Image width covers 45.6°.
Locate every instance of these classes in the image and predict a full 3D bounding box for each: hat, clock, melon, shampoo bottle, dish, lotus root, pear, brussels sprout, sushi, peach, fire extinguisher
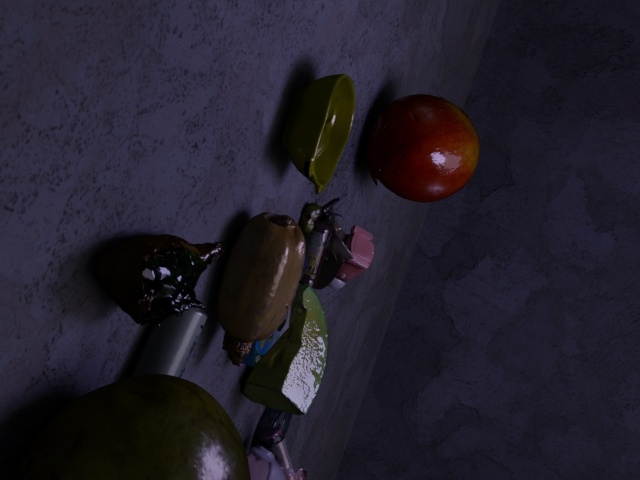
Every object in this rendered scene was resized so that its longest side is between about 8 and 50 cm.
[{"bbox_3d":[0.005,0.038,2.185,0.173,0.144,0.166,-36,-159,8],"label":"hat"},{"bbox_3d":[0.083,0.058,2.273,0.162,0.093,0.165,-41,-152,43],"label":"clock"},{"bbox_3d":[-0.072,0.278,1.984,0.323,0.196,0.124,-68,153,-23],"label":"melon"},{"bbox_3d":[-0.297,0.239,1.384,0.085,0.085,0.262,60,51,-68],"label":"shampoo bottle"},{"bbox_3d":[-0.015,-0.252,1.719,0.221,0.108,0.262,49,60,-71],"label":"dish"},{"bbox_3d":[-0.139,0.103,1.639,0.169,0.152,0.342,5,108,-58],"label":"lotus root"},{"bbox_3d":[-0.277,0.387,1.176,0.413,0.352,0.351,10,98,-60],"label":"pear"},{"bbox_3d":[-0.027,-0.058,1.994,0.051,0.046,0.083,28,82,-53],"label":"brussels sprout"},{"bbox_3d":[-0.255,0.068,1.235,0.287,0.140,0.149,-9,109,-70],"label":"sushi"},{"bbox_3d":[0.301,-0.276,2.336,0.370,0.370,0.369,18,90,-73],"label":"peach"},{"bbox_3d":[-0.008,-0.002,2.066,0.106,0.075,0.252,6,101,-74],"label":"fire extinguisher"},{"bbox_3d":[-0.145,0.573,2.292,0.215,0.042,0.214,18,90,-74],"label":"clock"}]

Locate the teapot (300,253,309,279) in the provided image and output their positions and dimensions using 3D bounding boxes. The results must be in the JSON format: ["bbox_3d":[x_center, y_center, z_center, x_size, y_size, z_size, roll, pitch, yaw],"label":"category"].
[{"bbox_3d":[-0.064,0.065,1.983,0.066,0.057,0.087,16,92,-73],"label":"teapot"}]

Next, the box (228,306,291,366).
[{"bbox_3d":[-0.142,0.193,1.845,0.194,0.073,0.139,-46,150,-55],"label":"box"}]

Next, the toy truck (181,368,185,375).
[{"bbox_3d":[-0.303,0.277,1.468,0.073,0.056,0.090,-60,175,-60],"label":"toy truck"}]

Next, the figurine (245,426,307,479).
[{"bbox_3d":[-0.169,0.647,1.999,0.361,0.211,0.253,-4,111,-73],"label":"figurine"}]
